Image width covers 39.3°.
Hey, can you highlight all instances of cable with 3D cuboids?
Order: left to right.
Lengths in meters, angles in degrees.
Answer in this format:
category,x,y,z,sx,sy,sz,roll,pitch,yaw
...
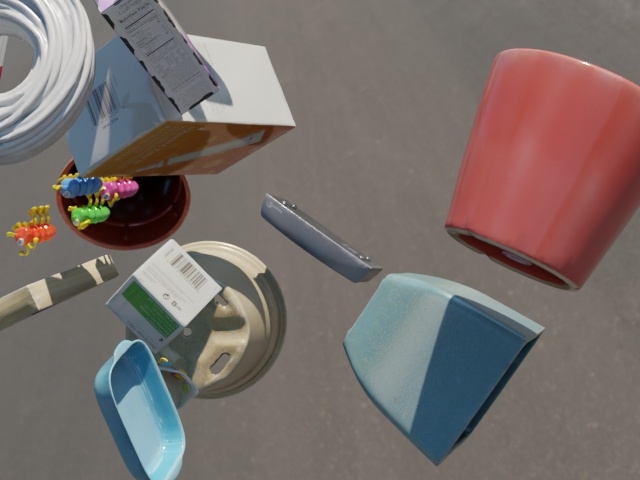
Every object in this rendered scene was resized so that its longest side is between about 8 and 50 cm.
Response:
category,x,y,z,sx,sy,sz,roll,pitch,yaw
cable,-0.404,-0.219,1.112,0.257,0.257,0.089,-16,-12,-3

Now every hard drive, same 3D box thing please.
category,x,y,z,sx,sy,sz,roll,pitch,yaw
hard drive,0.000,0.000,1.787,0.054,0.255,0.172,-55,-11,5

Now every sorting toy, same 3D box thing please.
category,x,y,z,sx,sy,sz,roll,pitch,yaw
sorting toy,-0.208,0.203,1.298,0.075,0.083,0.045,-9,37,55

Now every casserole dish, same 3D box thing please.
category,x,y,z,sx,sy,sz,roll,pitch,yaw
casserole dish,-0.222,0.211,1.090,0.037,0.188,0.114,-14,17,19

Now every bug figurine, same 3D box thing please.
category,x,y,z,sx,sy,sz,roll,pitch,yaw
bug figurine,-0.458,-0.067,1.698,0.279,0.072,0.216,-35,-10,40

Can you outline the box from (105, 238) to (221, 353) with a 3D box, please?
category,x,y,z,sx,sy,sz,roll,pitch,yaw
box,-0.213,0.076,1.223,0.087,0.101,0.102,-41,5,39

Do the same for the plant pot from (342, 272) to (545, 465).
category,x,y,z,sx,sy,sz,roll,pitch,yaw
plant pot,0.189,0.180,1.497,0.247,0.252,0.248,-57,-17,10

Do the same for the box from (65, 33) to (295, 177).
category,x,y,z,sx,sy,sz,roll,pitch,yaw
box,-0.244,-0.227,1.539,0.215,0.168,0.345,-27,-10,33

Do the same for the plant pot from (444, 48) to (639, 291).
category,x,y,z,sx,sy,sz,roll,pitch,yaw
plant pot,0.303,-0.080,1.184,0.275,0.275,0.243,21,84,57

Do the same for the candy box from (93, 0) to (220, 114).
category,x,y,z,sx,sy,sz,roll,pitch,yaw
candy box,-0.234,-0.292,1.209,0.070,0.196,0.165,-35,47,2

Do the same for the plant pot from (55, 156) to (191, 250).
category,x,y,z,sx,sy,sz,roll,pitch,yaw
plant pot,-0.421,-0.165,1.943,0.272,0.272,0.265,-26,37,10

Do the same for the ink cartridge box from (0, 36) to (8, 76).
category,x,y,z,sx,sy,sz,roll,pitch,yaw
ink cartridge box,-0.649,-0.320,1.533,0.127,0.176,0.128,18,98,53

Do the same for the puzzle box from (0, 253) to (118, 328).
category,x,y,z,sx,sy,sz,roll,pitch,yaw
puzzle box,-0.623,0.149,1.734,0.409,0.052,0.272,-24,4,22

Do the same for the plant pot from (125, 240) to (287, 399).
category,x,y,z,sx,sy,sz,roll,pitch,yaw
plant pot,-0.236,0.165,1.741,0.334,0.333,0.305,-32,-1,-1
